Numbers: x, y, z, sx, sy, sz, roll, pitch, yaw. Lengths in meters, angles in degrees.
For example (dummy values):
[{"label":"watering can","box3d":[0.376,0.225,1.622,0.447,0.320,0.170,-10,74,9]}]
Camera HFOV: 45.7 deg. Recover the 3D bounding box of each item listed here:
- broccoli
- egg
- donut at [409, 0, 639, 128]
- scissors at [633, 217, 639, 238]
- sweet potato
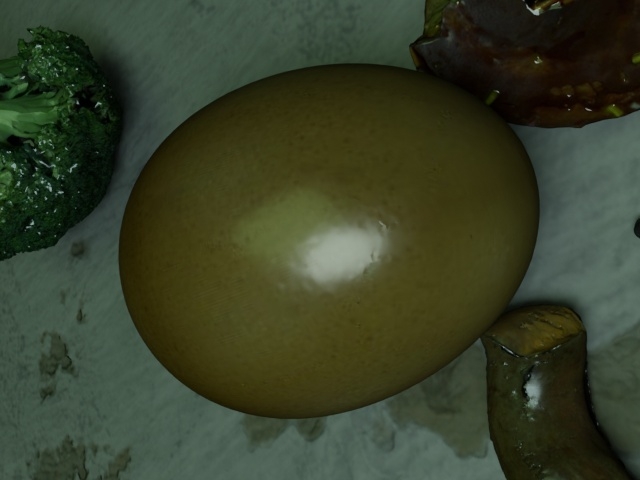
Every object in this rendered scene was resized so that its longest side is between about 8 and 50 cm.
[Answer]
[{"label":"broccoli","box3d":[-0.346,-0.117,0.812,0.270,0.270,0.270,-26,48,33]},{"label":"egg","box3d":[0.000,0.000,0.557,0.322,0.250,0.250,-19,77,36]},{"label":"donut","box3d":[0.163,-0.191,0.503,0.216,0.096,0.230,4,125,25]},{"label":"scissors","box3d":[0.313,0.009,0.481,0.220,0.017,0.088,12,98,35]},{"label":"sweet potato","box3d":[0.195,0.172,0.513,0.112,0.085,0.286,-42,66,21]}]
